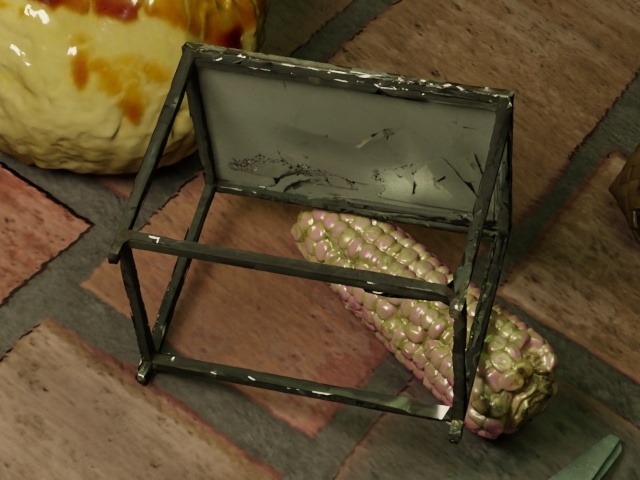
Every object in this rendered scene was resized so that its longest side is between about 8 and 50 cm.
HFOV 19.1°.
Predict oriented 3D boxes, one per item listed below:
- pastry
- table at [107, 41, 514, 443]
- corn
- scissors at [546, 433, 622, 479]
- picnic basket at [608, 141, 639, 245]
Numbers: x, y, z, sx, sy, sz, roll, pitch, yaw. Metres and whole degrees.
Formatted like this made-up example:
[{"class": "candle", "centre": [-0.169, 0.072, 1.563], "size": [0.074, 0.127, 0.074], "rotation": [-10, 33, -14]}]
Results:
[{"class": "pastry", "centre": [-0.237, -0.263, 2.049], "size": [0.388, 0.312, 0.388], "rotation": [11, 48, -13]}, {"class": "table", "centre": [0.000, 0.000, 1.856], "size": [0.335, 0.222, 0.272], "rotation": [9, 53, 11]}, {"class": "corn", "centre": [0.106, 0.077, 2.002], "size": [0.126, 0.126, 0.335], "rotation": [-26, 55, -39]}, {"class": "scissors", "centre": [0.196, 0.285, 1.854], "size": [0.192, 0.029, 0.447], "rotation": [43, 37, 13]}, {"class": "picnic basket", "centre": [0.428, -0.041, 2.234], "size": [0.128, 0.138, 0.178], "rotation": [7, 39, -31]}]
